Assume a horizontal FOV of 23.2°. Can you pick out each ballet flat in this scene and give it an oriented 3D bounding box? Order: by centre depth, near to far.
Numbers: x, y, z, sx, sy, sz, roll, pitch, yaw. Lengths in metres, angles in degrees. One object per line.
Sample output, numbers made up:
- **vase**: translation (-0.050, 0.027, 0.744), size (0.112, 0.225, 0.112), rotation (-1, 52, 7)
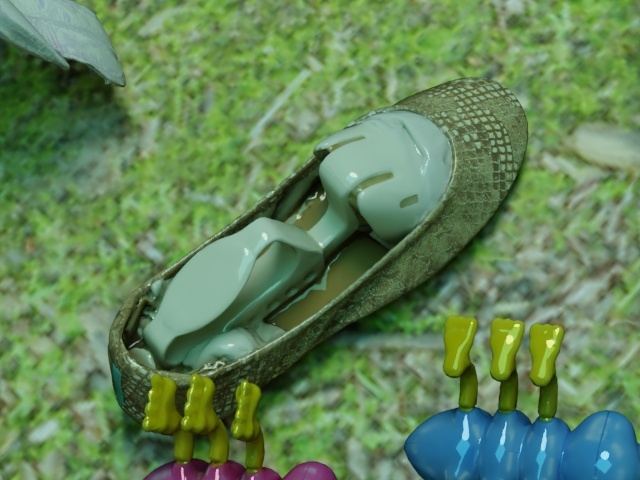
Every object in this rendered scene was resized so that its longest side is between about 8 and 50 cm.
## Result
- **ballet flat**: translation (0.000, 0.000, 0.620), size (0.206, 0.067, 0.073), rotation (-42, 66, -6)

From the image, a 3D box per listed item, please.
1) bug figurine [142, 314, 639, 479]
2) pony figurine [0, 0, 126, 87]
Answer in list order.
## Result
- **bug figurine**: translation (0.009, 0.162, 0.555), size (0.216, 0.072, 0.279), rotation (9, 76, 21)
- **pony figurine**: translation (-0.259, -0.206, 0.636), size (0.363, 0.351, 0.303), rotation (-24, 62, 22)
